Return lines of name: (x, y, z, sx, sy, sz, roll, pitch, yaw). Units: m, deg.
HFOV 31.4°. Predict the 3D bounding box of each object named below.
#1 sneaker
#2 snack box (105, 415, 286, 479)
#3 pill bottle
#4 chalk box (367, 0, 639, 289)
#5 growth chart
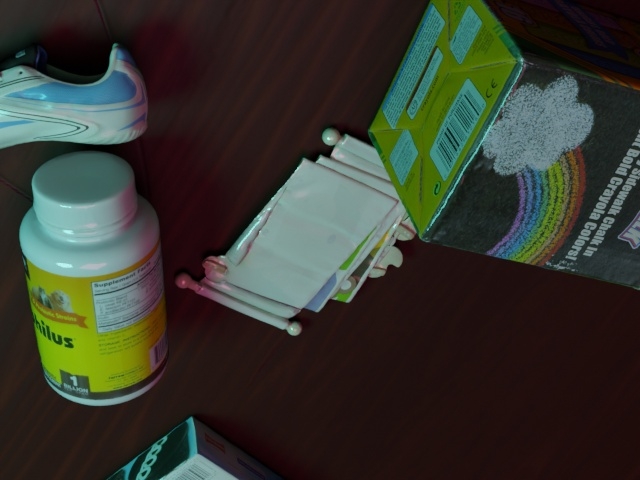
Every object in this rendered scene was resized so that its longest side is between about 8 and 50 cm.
sneaker: (-0.256, -0.109, 0.900, 0.237, 0.085, 0.086, -8, 102, -5)
snack box: (-0.197, 0.343, 1.268, 0.322, 0.060, 0.187, -37, 127, 14)
pill bottle: (-0.196, 0.033, 0.992, 0.117, 0.117, 0.215, -6, 128, -10)
chalk box: (0.220, -0.088, 0.973, 0.289, 0.179, 0.180, 12, 122, -24)
growth chart: (0.000, 0.000, 1.081, 0.172, 0.021, 0.237, 32, 114, -33)
